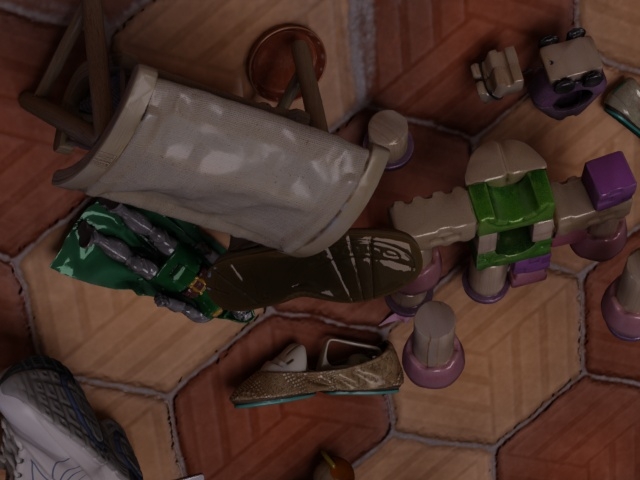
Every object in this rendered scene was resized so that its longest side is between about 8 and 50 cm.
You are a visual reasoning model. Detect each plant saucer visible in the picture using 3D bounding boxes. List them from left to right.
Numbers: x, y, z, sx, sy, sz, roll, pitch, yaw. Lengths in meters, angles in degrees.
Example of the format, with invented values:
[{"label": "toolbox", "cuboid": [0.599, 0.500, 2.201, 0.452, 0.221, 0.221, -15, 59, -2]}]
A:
[{"label": "plant saucer", "cuboid": [-0.034, -0.178, 1.776, 0.083, 0.013, 0.083, -11, 123, -18]}]

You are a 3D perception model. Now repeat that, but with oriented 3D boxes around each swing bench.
[{"label": "swing bench", "cuboid": [-0.113, -0.101, 1.624, 0.253, 0.255, 0.165, 18, 112, -28]}]

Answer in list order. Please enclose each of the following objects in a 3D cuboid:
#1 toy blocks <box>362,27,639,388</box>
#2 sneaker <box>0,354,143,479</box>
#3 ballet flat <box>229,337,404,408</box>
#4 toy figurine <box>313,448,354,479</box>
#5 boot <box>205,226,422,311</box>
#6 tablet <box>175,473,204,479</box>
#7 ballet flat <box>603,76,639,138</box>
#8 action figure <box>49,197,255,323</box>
[{"label": "toy blocks", "cuboid": [0.195, -0.007, 1.889, 0.288, 0.309, 0.260, -14, 157, -3]}, {"label": "sneaker", "cuboid": [-0.275, 0.219, 1.804, 0.129, 0.111, 0.297, -24, 146, 1]}, {"label": "ballet flat", "cuboid": [-0.006, 0.143, 1.957, 0.206, 0.073, 0.067, -5, 93, -25]}, {"label": "toy figurine", "cuboid": [0.072, 0.351, 2.017, 0.209, 0.213, 0.148, 35, 91, -33]}, {"label": "boot", "cuboid": [0.000, 0.000, 1.769, 0.213, 0.165, 0.077, -8, 113, 11]}, {"label": "tablet", "cuboid": [-0.156, 0.305, 2.008, 0.054, 0.006, 0.083, -12, 123, -18]}, {"label": "ballet flat", "cuboid": [0.382, -0.123, 1.975, 0.168, 0.057, 0.052, 37, 89, -36]}, {"label": "action figure", "cuboid": [-0.149, 0.027, 1.818, 0.232, 0.063, 0.137, 34, 98, -39]}]
